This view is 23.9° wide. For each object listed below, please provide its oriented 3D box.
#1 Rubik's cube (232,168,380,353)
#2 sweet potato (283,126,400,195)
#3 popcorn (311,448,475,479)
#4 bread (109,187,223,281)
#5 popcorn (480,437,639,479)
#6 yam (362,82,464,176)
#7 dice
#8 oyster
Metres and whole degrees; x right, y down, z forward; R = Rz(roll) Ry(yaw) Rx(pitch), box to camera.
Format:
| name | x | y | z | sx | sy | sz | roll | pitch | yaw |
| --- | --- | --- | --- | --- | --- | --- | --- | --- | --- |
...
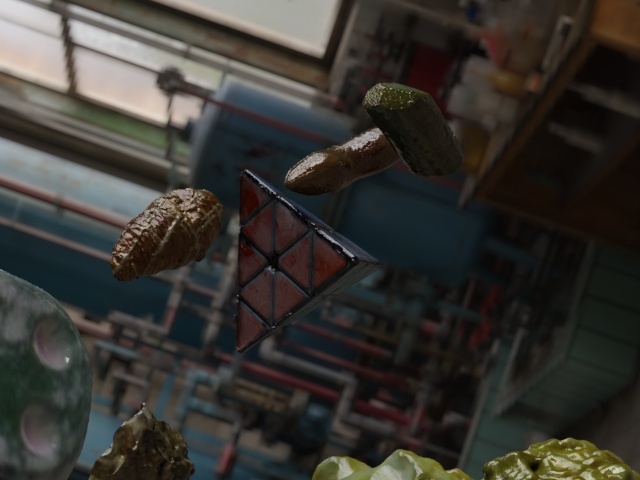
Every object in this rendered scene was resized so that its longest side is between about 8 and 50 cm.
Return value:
| name | x | y | z | sx | sy | sz | roll | pitch | yaw |
| --- | --- | --- | --- | --- | --- | --- | --- | --- | --- |
| Rubik's cube | 0.000 | 0.000 | 1.747 | 0.211 | 0.178 | 0.190 | -33 | 68 | 37 |
| sweet potato | 0.040 | -0.093 | 1.714 | 0.218 | 0.051 | 0.065 | -25 | 4 | -36 |
| popcorn | 0.049 | 0.242 | 1.109 | 0.187 | 0.167 | 0.185 | -31 | 15 | -33 |
| bread | -0.200 | -0.016 | 2.066 | 0.233 | 0.105 | 0.076 | -39 | -20 | -46 |
| popcorn | 0.290 | 0.355 | 1.775 | 0.258 | 0.224 | 0.270 | 76 | -157 | -51 |
| yam | 0.101 | -0.125 | 1.621 | 0.146 | 0.069 | 0.070 | 52 | -133 | -44 |
| dice | -0.567 | 0.248 | 2.280 | 0.330 | 0.328 | 0.348 | -25 | 50 | 37 |
| oyster | -0.240 | 0.337 | 2.009 | 0.214 | 0.083 | 0.223 | -62 | -28 | -27 |
